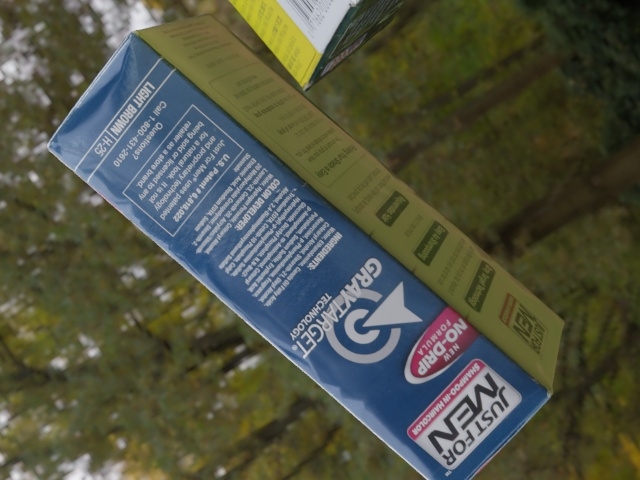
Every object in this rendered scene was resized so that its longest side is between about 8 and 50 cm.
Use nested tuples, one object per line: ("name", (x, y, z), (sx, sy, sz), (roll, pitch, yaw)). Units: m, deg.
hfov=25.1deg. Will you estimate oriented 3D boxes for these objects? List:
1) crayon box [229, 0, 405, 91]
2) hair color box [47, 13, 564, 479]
("crayon box", (-0.069, -0.244, 0.768), (0.318, 0.081, 0.202), (49, 169, 0))
("hair color box", (0.000, 0.000, 0.979), (0.347, 0.105, 0.174), (41, -162, 1))
